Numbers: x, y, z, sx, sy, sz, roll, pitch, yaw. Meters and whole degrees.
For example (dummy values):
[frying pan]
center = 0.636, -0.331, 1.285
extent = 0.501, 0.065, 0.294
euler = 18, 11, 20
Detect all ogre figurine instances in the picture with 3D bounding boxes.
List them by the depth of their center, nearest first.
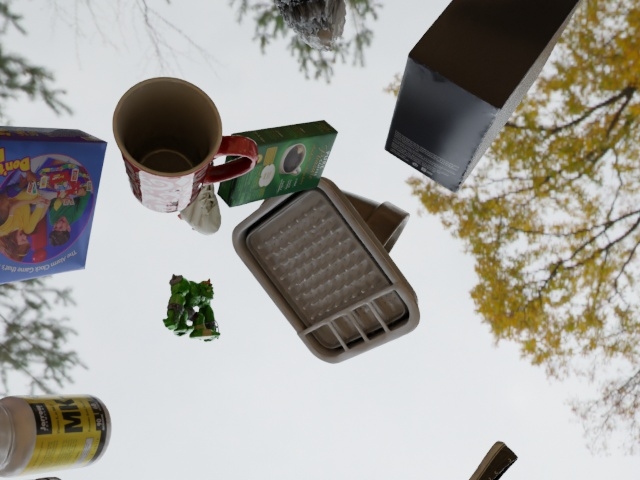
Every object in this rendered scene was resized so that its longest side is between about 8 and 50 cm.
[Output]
[ogre figurine]
center = -0.262, 0.136, 1.310
extent = 0.097, 0.197, 0.118
euler = -19, -112, 31

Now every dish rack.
[dish rack]
center = 0.014, 0.052, 1.196
extent = 0.285, 0.333, 0.072
euler = -33, -173, 42

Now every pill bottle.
[pill bottle]
center = -0.436, 0.295, 0.987
extent = 0.119, 0.208, 0.119
euler = -6, -103, 29

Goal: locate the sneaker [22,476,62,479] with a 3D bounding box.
[sneaker]
center = -0.307, 0.397, 0.744
extent = 0.321, 0.127, 0.126
euler = 23, -85, 37

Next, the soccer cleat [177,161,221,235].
[soccer cleat]
center = -0.176, -0.083, 0.912
extent = 0.076, 0.196, 0.068
euler = -5, -139, 21

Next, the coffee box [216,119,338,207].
[coffee box]
center = -0.064, -0.119, 0.986
extent = 0.184, 0.113, 0.040
euler = -18, -128, -40

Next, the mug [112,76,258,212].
[mug]
center = -0.164, -0.088, 0.754
extent = 0.150, 0.169, 0.113
euler = 33, -111, -4

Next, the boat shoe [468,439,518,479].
[boat shoe]
center = 0.264, 0.388, 1.033
extent = 0.040, 0.049, 0.142
euler = 34, -82, 39

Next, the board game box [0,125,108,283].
[board game box]
center = -0.498, -0.050, 0.967
extent = 0.078, 0.233, 0.347
euler = 24, -162, 26

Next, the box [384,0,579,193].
[box]
center = 0.299, -0.319, 1.203
extent = 0.179, 0.312, 0.343
euler = 34, -109, 10

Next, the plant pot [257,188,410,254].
[plant pot]
center = 0.000, 0.000, 1.461
extent = 0.280, 0.323, 0.323
euler = 34, -117, 8

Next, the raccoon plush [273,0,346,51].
[raccoon plush]
center = -0.162, -0.329, 0.651
extent = 0.299, 0.446, 0.216
euler = 10, -116, 15
